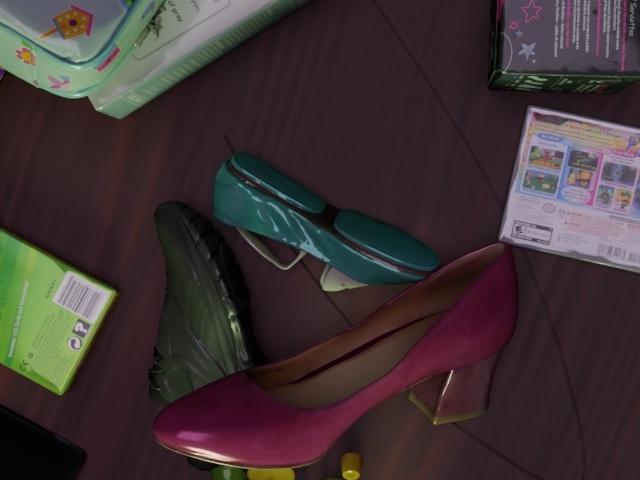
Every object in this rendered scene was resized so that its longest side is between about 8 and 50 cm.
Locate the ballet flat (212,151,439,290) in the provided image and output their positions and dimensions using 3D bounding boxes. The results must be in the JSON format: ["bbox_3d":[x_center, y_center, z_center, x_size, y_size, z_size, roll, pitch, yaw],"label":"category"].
[{"bbox_3d":[0.000,0.000,1.566,0.247,0.083,0.087,27,116,5],"label":"ballet flat"}]

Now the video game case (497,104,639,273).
[{"bbox_3d":[0.271,-0.051,1.563,0.157,0.019,0.143,13,90,6],"label":"video game case"}]

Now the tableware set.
[{"bbox_3d":[-0.028,0.243,1.554,0.154,0.104,0.024,-12,45,16],"label":"tableware set"}]

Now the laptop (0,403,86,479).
[{"bbox_3d":[-0.516,0.341,1.631,0.382,0.236,0.408,28,120,5],"label":"laptop"}]

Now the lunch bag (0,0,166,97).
[{"bbox_3d":[-0.264,-0.278,1.442,0.279,0.108,0.224,30,71,3],"label":"lunch bag"}]

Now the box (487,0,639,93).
[{"bbox_3d":[0.241,-0.272,1.495,0.142,0.163,0.247,3,90,2],"label":"box"}]

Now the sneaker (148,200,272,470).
[{"bbox_3d":[-0.124,0.101,1.557,0.130,0.109,0.286,-20,86,9],"label":"sneaker"}]

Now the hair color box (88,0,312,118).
[{"bbox_3d":[-0.101,-0.299,1.552,0.374,0.113,0.185,-31,87,5],"label":"hair color box"}]

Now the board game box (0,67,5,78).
[{"bbox_3d":[-0.591,-0.139,1.457,0.356,0.356,0.356,34,92,10],"label":"board game box"}]

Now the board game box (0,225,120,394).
[{"bbox_3d":[-0.350,0.046,1.610,0.259,0.039,0.124,28,91,3],"label":"board game box"}]

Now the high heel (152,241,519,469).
[{"bbox_3d":[0.019,0.097,1.449,0.377,0.127,0.181,-9,118,-34],"label":"high heel"}]
